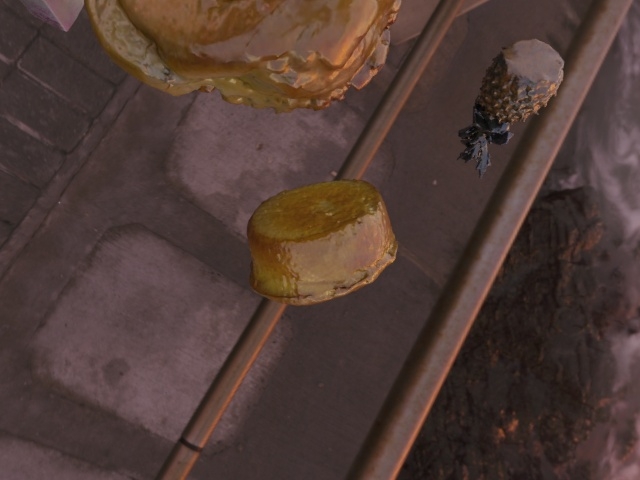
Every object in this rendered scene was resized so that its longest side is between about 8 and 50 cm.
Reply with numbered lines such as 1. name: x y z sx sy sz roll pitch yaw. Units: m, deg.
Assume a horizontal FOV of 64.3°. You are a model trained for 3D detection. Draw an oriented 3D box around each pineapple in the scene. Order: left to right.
1. pineapple: 0.307 -0.221 0.874 0.125 0.251 0.125 4 61 -7

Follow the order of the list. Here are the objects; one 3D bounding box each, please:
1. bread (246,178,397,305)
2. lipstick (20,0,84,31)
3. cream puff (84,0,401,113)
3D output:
1. bread: 0.000 0.000 0.847 0.268 0.268 0.146 -28 122 -23
2. lipstick: -0.373 -0.369 0.615 0.066 0.317 0.068 25 82 -5
3. cream puff: -0.073 -0.288 0.579 0.343 0.231 0.327 -34 83 10
